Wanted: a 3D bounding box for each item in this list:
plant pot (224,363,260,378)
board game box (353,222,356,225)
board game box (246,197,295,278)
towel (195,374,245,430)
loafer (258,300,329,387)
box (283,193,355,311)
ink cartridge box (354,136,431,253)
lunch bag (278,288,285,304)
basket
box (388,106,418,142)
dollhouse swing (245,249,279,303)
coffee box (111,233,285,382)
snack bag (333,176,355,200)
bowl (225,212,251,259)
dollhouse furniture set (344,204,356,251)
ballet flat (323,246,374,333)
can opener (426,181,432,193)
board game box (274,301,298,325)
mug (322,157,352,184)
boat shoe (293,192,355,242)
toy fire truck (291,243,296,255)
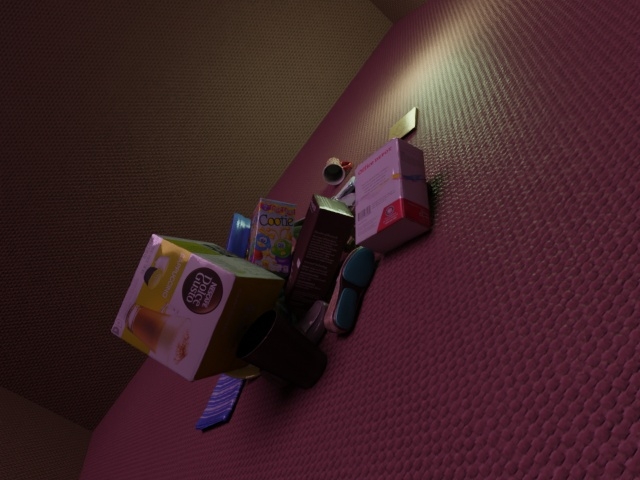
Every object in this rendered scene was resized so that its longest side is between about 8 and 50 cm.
[{"bbox_3d":[-0.285,0.347,1.892,0.276,0.276,0.254,-43,9,27],"label":"plant pot"},{"bbox_3d":[0.167,-0.129,1.988,0.154,0.026,0.103,-44,21,26],"label":"board game box"},{"bbox_3d":[-0.189,0.001,1.841,0.142,0.144,0.275,136,141,-64],"label":"board game box"},{"bbox_3d":[-0.378,0.592,1.964,0.243,0.040,0.336,-34,26,42],"label":"towel"},{"bbox_3d":[-0.081,0.330,1.611,0.319,0.111,0.112,-57,19,-12],"label":"loafer"},{"bbox_3d":[-0.015,0.047,1.740,0.191,0.143,0.381,-112,41,-69],"label":"box"},{"bbox_3d":[0.225,-0.140,1.571,0.226,0.131,0.306,-33,45,47],"label":"ink cartridge box"},{"bbox_3d":[-0.095,0.150,2.017,0.176,0.090,0.219,-35,27,37],"label":"lunch bag"},{"bbox_3d":[-0.107,0.340,1.473,0.204,0.227,0.154,-39,23,34],"label":"basket"},{"bbox_3d":[0.370,-0.501,2.190,0.164,0.021,0.201,-39,22,36],"label":"box"},{"bbox_3d":[-0.302,0.252,2.248,0.315,0.305,0.346,75,-156,-66],"label":"dollhouse swing"},{"bbox_3d":[-0.376,0.206,1.570,0.337,0.334,0.338,-67,-21,2],"label":"coffee box"},{"bbox_3d":[0.144,-0.256,2.143,0.342,0.037,0.323,-48,4,15],"label":"snack bag"},{"bbox_3d":[-0.359,0.084,2.003,0.391,0.077,0.391,-168,90,-79],"label":"bowl"},{"bbox_3d":[0.111,-0.045,1.815,0.144,0.123,0.151,-56,18,-8],"label":"dollhouse furniture set"},{"bbox_3d":[0.082,0.156,1.560,0.106,0.108,0.316,-39,20,55],"label":"ballet flat"},{"bbox_3d":[0.273,-0.159,1.704,0.074,0.093,0.280,-58,24,-18],"label":"can opener"},{"bbox_3d":[-0.140,0.302,1.768,0.035,0.136,0.201,-48,18,14],"label":"board game box"},{"bbox_3d":[0.086,-0.366,2.541,0.169,0.150,0.113,-89,3,-67],"label":"mug"},{"bbox_3d":[0.026,-0.098,1.951,0.320,0.103,0.118,-31,35,0],"label":"boat shoe"},{"bbox_3d":[-0.113,0.042,2.318,0.135,0.047,0.192,-41,21,36],"label":"toy fire truck"}]
